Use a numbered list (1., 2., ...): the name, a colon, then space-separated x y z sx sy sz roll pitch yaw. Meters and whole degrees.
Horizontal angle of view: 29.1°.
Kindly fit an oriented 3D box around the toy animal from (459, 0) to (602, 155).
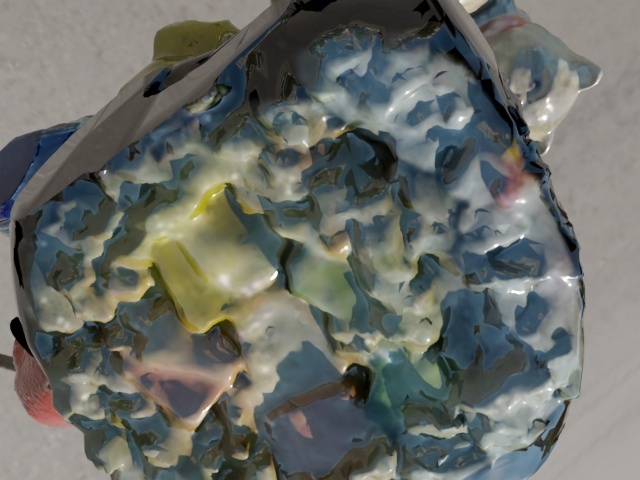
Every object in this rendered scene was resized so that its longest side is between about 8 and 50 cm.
1. toy animal: 0.176 -0.155 1.394 0.307 0.188 0.266 -62 -179 27

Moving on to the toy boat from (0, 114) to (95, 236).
1. toy boat: -0.224 -0.046 1.276 0.210 0.070 0.291 -24 158 14

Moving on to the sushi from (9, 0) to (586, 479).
1. sushi: 0.000 0.000 0.785 0.328 0.328 0.285 -36 -166 16

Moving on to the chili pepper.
1. chili pepper: -0.275 0.143 1.370 0.131 0.134 0.338 28 146 -28
